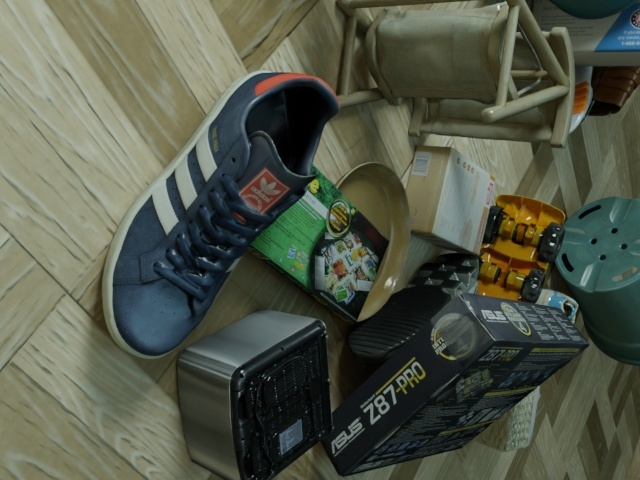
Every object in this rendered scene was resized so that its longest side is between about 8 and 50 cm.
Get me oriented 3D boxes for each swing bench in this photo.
[{"bbox_3d":[0.185,-0.229,0.997,0.255,0.253,0.165,2,97,-53],"label":"swing bench"}]

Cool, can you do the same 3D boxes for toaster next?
[{"bbox_3d":[-0.077,0.194,0.882,0.186,0.110,0.168,-26,118,-47],"label":"toaster"}]

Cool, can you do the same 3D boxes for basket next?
[{"bbox_3d":[0.368,0.336,1.493,0.103,0.113,0.167,3,97,-48],"label":"basket"}]

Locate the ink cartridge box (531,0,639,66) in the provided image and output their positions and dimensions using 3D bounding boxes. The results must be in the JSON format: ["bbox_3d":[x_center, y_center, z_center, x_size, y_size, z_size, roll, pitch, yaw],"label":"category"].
[{"bbox_3d":[0.587,-0.547,1.409,0.166,0.285,0.394,0,99,-51],"label":"ink cartridge box"}]

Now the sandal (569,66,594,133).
[{"bbox_3d":[0.539,-0.309,1.560,0.076,0.102,0.265,44,63,-45],"label":"sandal"}]

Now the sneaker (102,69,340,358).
[{"bbox_3d":[-0.094,-0.036,0.750,0.131,0.148,0.350,37,70,-36],"label":"sneaker"}]

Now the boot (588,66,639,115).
[{"bbox_3d":[0.711,-0.401,1.651,0.109,0.283,0.220,36,77,-15],"label":"boot"}]

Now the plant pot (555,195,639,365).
[{"bbox_3d":[0.747,0.084,1.765,0.334,0.341,0.341,40,67,-41],"label":"plant pot"}]

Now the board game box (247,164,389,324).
[{"bbox_3d":[0.000,0.000,0.951,0.260,0.030,0.136,42,69,-47],"label":"board game box"}]

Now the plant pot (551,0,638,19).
[{"bbox_3d":[0.421,-0.544,1.236,0.255,0.272,0.271,5,95,-38],"label":"plant pot"}]

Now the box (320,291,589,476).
[{"bbox_3d":[0.221,0.228,1.154,0.318,0.097,0.395,-46,149,24],"label":"box"}]

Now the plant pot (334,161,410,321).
[{"bbox_3d":[0.057,0.001,1.073,0.236,0.032,0.236,-18,113,-49],"label":"plant pot"}]

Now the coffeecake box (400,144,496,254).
[{"bbox_3d":[0.217,-0.064,1.232,0.185,0.068,0.142,20,82,-52],"label":"coffeecake box"}]

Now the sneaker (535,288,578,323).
[{"bbox_3d":[0.555,0.172,1.707,0.229,0.092,0.087,25,77,-53],"label":"sneaker"}]

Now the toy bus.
[{"bbox_3d":[0.376,0.053,1.426,0.220,0.149,0.211,-63,156,-16],"label":"toy bus"}]

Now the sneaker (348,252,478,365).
[{"bbox_3d":[0.169,0.146,1.178,0.330,0.122,0.146,-28,118,-45],"label":"sneaker"}]
